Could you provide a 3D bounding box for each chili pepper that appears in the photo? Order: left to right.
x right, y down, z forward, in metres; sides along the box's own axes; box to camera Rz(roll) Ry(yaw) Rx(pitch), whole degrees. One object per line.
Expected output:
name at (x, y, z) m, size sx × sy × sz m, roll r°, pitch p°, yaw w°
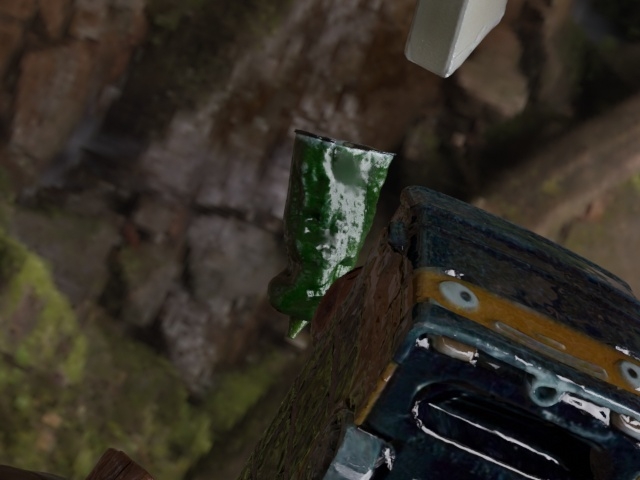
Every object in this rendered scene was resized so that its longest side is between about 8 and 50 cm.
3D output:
chili pepper at (0.000, 0.000, 2.237) m, size 0.136 × 0.099 × 0.270 m, roll 8°, pitch 97°, yaw -41°

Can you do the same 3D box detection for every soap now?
soap at (0.152, -0.268, 1.766) m, size 0.121 × 0.064 × 0.183 m, roll -50°, pitch 164°, yaw -34°

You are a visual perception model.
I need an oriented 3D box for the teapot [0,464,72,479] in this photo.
teapot at (-0.172, 0.301, 1.261) m, size 0.233 × 0.315 × 0.312 m, roll -62°, pitch 148°, yaw -32°

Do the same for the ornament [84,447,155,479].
ornament at (-0.307, 0.440, 2.469) m, size 0.217 × 0.235 × 0.221 m, roll -41°, pitch 165°, yaw -14°

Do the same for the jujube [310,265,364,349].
jujube at (0.101, 0.129, 1.996) m, size 0.168 × 0.236 × 0.168 m, roll -45°, pitch -161°, yaw 21°

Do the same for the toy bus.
toy bus at (0.042, 0.147, 0.928) m, size 0.323 × 0.162 × 0.194 m, roll -60°, pitch -169°, yaw 28°
